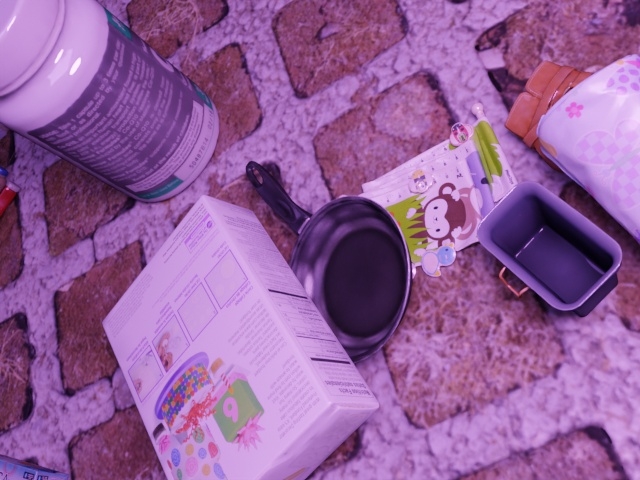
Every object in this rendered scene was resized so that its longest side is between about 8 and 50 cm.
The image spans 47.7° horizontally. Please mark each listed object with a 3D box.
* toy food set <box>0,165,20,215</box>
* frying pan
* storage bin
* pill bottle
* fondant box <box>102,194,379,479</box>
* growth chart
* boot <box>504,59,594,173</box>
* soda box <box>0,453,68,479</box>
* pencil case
[{"bbox_3d":[-0.594,-0.085,1.252,0.104,0.111,0.232,-53,23,1],"label":"toy food set"},{"bbox_3d":[-0.007,0.029,0.896,0.326,0.053,0.197,23,99,47],"label":"frying pan"},{"bbox_3d":[0.236,0.022,0.741,0.098,0.091,0.135,-47,54,5],"label":"storage bin"},{"bbox_3d":[-0.322,-0.210,1.000,0.204,0.361,0.204,-12,65,26],"label":"pill bottle"},{"bbox_3d":[-0.114,0.143,0.871,0.238,0.096,0.330,-49,53,18],"label":"fondant box"},{"bbox_3d":[0.128,-0.041,0.876,0.237,0.021,0.172,-32,58,16],"label":"growth chart"},{"bbox_3d":[0.308,-0.164,0.787,0.197,0.073,0.152,-51,55,3],"label":"boot"},{"bbox_3d":[-0.448,0.342,1.029,0.183,0.058,0.062,3,72,30],"label":"soda box"},{"bbox_3d":[0.322,-0.038,0.664,0.273,0.114,0.124,57,137,16],"label":"pencil case"}]
